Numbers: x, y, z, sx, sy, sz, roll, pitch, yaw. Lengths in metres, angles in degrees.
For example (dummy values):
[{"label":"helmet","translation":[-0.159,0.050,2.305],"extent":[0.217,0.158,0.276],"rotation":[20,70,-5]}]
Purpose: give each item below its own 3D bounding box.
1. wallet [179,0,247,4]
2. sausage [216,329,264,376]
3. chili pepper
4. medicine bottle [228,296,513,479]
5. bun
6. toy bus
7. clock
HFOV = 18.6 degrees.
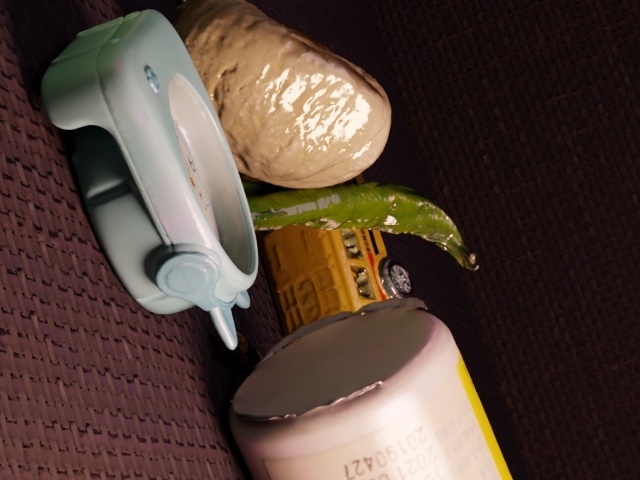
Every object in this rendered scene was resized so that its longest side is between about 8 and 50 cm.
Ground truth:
[{"label":"wallet","translation":[-0.146,-0.393,2.272],"extent":[0.406,0.062,0.228],"rotation":[-95,161,-60]},{"label":"sausage","translation":[-0.059,0.118,1.824],"extent":[0.028,0.025,0.198],"rotation":[25,-11,26]},{"label":"chili pepper","translation":[0.034,-0.026,2.001],"extent":[0.359,0.076,0.085],"rotation":[7,17,-43]},{"label":"medicine bottle","translation":[0.079,0.264,1.743],"extent":[0.213,0.213,0.378],"rotation":[-80,149,-70]},{"label":"bun","translation":[-0.057,-0.140,1.879],"extent":[0.244,0.153,0.244],"rotation":[30,1,-1]},{"label":"toy bus","translation":[0.000,0.000,2.094],"extent":[0.123,0.121,0.335],"rotation":[9,58,-53]},{"label":"clock","translation":[-0.130,-0.043,1.598],"extent":[0.223,0.094,0.274],"rotation":[-73,143,-73]}]
